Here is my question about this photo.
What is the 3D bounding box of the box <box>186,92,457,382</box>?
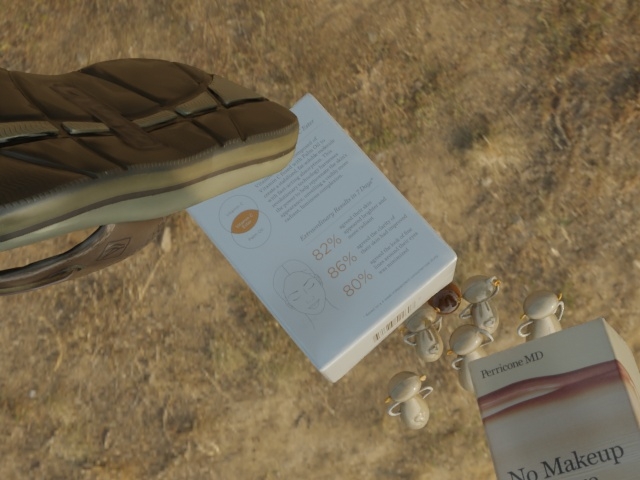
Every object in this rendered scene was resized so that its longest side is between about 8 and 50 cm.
[{"bbox_3d":[0.000,0.000,0.725,0.130,0.091,0.170,-39,76,-4],"label":"box"}]

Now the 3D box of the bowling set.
[{"bbox_3d":[0.187,0.120,1.368,0.287,0.200,0.154,-30,142,-4],"label":"bowling set"}]

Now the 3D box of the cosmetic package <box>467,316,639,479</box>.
[{"bbox_3d":[0.260,0.244,0.908,0.153,0.296,0.129,-24,148,20],"label":"cosmetic package"}]

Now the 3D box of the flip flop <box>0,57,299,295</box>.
[{"bbox_3d":[-0.115,-0.022,0.384,0.277,0.112,0.080,-19,139,-53],"label":"flip flop"}]
